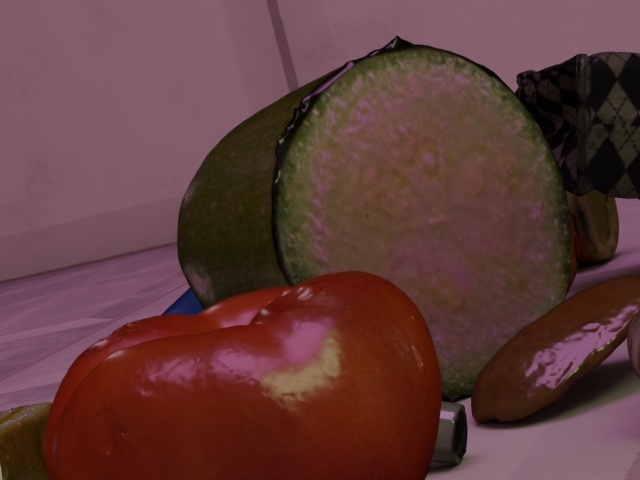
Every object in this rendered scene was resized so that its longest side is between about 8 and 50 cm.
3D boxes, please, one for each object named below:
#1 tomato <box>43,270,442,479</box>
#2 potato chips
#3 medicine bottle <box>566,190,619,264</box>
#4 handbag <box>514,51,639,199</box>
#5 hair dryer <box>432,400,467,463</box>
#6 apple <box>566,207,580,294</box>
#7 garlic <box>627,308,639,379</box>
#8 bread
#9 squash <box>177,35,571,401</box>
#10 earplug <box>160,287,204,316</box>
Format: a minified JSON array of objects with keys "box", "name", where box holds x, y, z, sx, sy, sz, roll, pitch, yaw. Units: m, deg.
[{"box":[-0.039,0.122,1.203,0.260,0.180,0.260,-12,4,1],"name":"tomato"},{"box":[0.192,0.077,1.548,0.202,0.049,0.150,-30,4,-25],"name":"potato chips"},{"box":[0.214,-0.014,2.252,0.239,0.124,0.124,-14,5,30],"name":"medicine bottle"},{"box":[0.409,-0.112,1.987,0.416,0.180,0.317,2,3,-11],"name":"handbag"},{"box":[-0.008,0.162,1.370,0.229,0.092,0.267,-4,26,2],"name":"hair dryer"},{"box":[0.152,0.010,1.932,0.209,0.164,0.209,-14,8,2],"name":"apple"},{"box":[0.291,0.066,1.351,0.159,0.102,0.147,-31,28,-32],"name":"garlic"},{"box":[-0.252,0.186,1.511,0.156,0.103,0.110,-23,3,-19],"name":"bread"},{"box":[0.018,0.007,1.764,0.310,0.310,0.309,-18,-1,-32],"name":"squash"},{"box":[-0.096,0.094,1.964,0.132,0.132,0.273,-12,9,20],"name":"earplug"}]
